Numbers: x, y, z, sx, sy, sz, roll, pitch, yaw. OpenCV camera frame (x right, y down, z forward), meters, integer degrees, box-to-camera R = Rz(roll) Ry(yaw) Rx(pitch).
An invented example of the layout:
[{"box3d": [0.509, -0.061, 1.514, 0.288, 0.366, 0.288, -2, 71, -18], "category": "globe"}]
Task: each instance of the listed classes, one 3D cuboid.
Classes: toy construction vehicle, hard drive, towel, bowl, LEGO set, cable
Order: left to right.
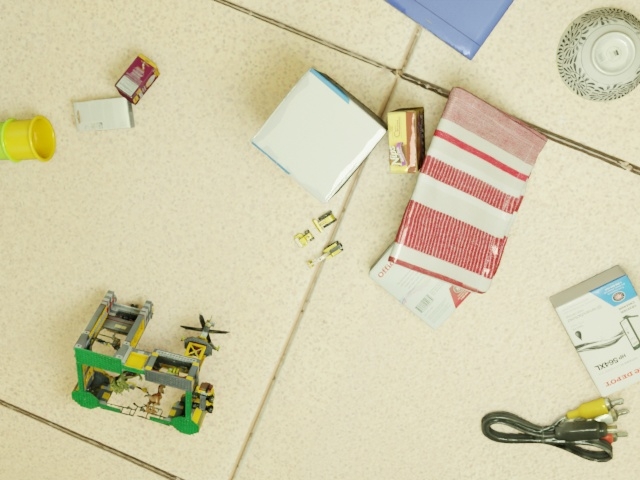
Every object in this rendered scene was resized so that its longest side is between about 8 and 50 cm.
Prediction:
[{"box3d": [-0.351, 0.242, 1.576, 0.332, 0.192, 0.254, 8, 132, 9], "category": "LEGO set"}, {"box3d": [0.000, 0.000, 1.520, 0.098, 0.035, 0.085, -30, 96, 12], "category": "toy construction vehicle"}, {"box3d": [0.271, -0.081, 1.370, 0.237, 0.037, 0.328, 20, 91, -30], "category": "towel"}, {"box3d": [0.283, -0.521, 1.371, 0.210, 0.040, 0.318, 35, 104, 0], "category": "hard drive"}, {"box3d": [0.479, 0.386, 1.541, 0.288, 0.072, 0.139, -7, 118, 21], "category": "cable"}, {"box3d": [0.517, -0.334, 1.358, 0.170, 0.080, 0.170, 1, 101, 7], "category": "bowl"}]

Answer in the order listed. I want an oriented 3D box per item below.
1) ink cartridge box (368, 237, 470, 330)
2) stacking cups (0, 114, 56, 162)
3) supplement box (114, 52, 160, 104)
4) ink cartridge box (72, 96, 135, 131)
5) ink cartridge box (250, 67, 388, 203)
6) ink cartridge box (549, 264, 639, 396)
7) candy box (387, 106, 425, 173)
[{"box3d": [0.200, 0.068, 1.487, 0.175, 0.072, 0.127, 40, 104, -2], "category": "ink cartridge box"}, {"box3d": [-0.708, -0.195, 1.556, 0.317, 0.096, 0.095, -4, 101, 13], "category": "stacking cups"}, {"box3d": [-0.357, -0.315, 1.480, 0.043, 0.055, 0.083, 36, 83, -1], "category": "supplement box"}, {"box3d": [-0.437, -0.254, 1.530, 0.115, 0.029, 0.062, -3, 101, 9], "category": "ink cartridge box"}, {"box3d": [0.009, -0.193, 1.378, 0.171, 0.232, 0.168, 40, 102, -1], "category": "ink cartridge box"}, {"box3d": [0.557, 0.174, 1.455, 0.148, 0.086, 0.203, -29, 96, 12], "category": "ink cartridge box"}, {"box3d": [0.159, -0.186, 1.382, 0.053, 0.186, 0.109, -1, 102, 11], "category": "candy box"}]
